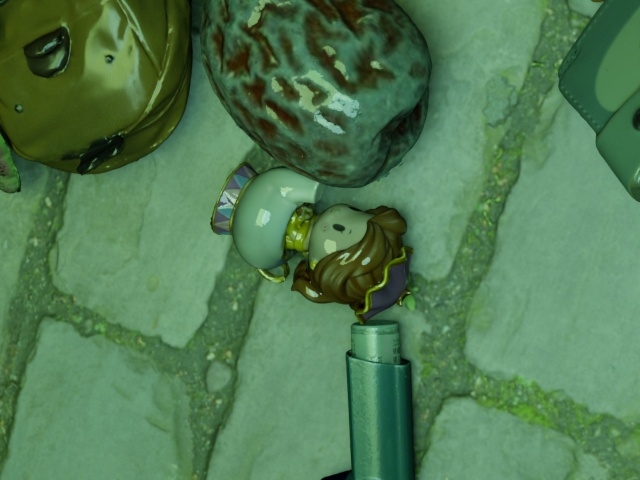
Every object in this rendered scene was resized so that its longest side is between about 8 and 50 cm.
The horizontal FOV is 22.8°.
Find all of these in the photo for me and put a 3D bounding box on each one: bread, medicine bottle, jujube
[{"bbox_3d":[-0.465,-0.162,2.113,0.033,0.228,0.228,-28,85,-17],"label":"bread"},{"bbox_3d":[0.059,0.231,2.017,0.124,0.079,0.258,2,96,21],"label":"medicine bottle"},{"bbox_3d":[-0.010,-0.220,1.902,0.308,0.215,0.246,37,84,21],"label":"jujube"}]

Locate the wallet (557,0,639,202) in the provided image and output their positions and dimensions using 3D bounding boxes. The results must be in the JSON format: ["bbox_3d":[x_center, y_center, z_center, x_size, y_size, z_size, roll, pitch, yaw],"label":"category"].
[{"bbox_3d":[0.413,-0.159,1.756,0.252,0.083,0.360,-53,40,21],"label":"wallet"}]

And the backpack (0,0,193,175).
[{"bbox_3d":[-0.319,-0.275,2.042,0.353,0.201,0.378,-27,83,25],"label":"backpack"}]

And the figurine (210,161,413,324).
[{"bbox_3d":[0.000,0.000,1.986,0.263,0.142,0.189,25,136,15],"label":"figurine"}]

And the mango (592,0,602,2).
[{"bbox_3d":[0.337,-0.323,1.869,0.060,0.046,0.089,21,107,17],"label":"mango"}]
